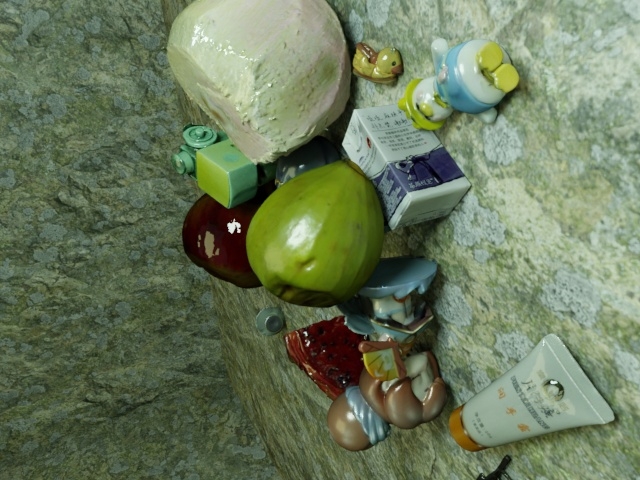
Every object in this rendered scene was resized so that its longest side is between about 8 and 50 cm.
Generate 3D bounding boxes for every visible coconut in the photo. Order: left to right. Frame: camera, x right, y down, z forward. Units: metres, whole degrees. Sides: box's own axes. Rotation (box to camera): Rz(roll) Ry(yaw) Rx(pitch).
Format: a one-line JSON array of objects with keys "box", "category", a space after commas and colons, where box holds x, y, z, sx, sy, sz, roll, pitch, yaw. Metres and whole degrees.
[{"box": [-0.110, -0.404, 1.084, 0.404, 0.405, 0.404, 44, 142, 50], "category": "coconut"}]

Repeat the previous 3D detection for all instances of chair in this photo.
[{"box": [0.339, 0.526, 0.944, 0.101, 0.084, 0.212, 50, 147, 38], "category": "chair"}]

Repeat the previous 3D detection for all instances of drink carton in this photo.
[{"box": [0.151, -0.146, 0.894, 0.222, 0.134, 0.102, 64, 156, 24], "category": "drink carton"}]

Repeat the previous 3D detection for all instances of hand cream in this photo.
[{"box": [0.338, 0.282, 0.812, 0.139, 0.089, 0.314, 60, 145, 26], "category": "hand cream"}]

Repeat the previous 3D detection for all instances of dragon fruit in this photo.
[{"box": [0.008, 0.386, 1.414, 0.329, 0.228, 0.286, -38, 71, 63], "category": "dragon fruit"}]

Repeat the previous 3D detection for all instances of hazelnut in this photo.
[{"box": [-0.245, -0.022, 1.591, 0.429, 0.402, 0.402, 148, 105, -68], "category": "hazelnut"}]

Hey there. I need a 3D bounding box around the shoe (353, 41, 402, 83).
[{"box": [0.106, -0.349, 0.948, 0.109, 0.072, 0.069, 45, 147, 49], "category": "shoe"}]

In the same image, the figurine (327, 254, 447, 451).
[{"box": [0.141, 0.243, 1.029, 0.248, 0.277, 0.387, 2, 110, 41], "category": "figurine"}]

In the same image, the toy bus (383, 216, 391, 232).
[{"box": [0.087, -0.053, 1.042, 0.103, 0.182, 0.091, -162, 60, -72], "category": "toy bus"}]

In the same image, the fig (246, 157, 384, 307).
[{"box": [-0.002, -0.019, 0.861, 0.239, 0.240, 0.271, 43, 117, 50], "category": "fig"}]

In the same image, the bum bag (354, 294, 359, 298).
[{"box": [0.058, 0.118, 1.345, 0.232, 0.060, 0.106, 54, 143, 39], "category": "bum bag"}]

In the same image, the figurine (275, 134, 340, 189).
[{"box": [-0.023, -0.138, 1.260, 0.175, 0.197, 0.264, 0, 104, 28], "category": "figurine"}]

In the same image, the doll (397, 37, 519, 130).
[{"box": [0.209, -0.238, 0.762, 0.241, 0.135, 0.098, -14, 62, 65], "category": "doll"}]

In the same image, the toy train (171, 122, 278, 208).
[{"box": [-0.206, -0.245, 1.363, 0.253, 0.397, 0.160, 35, 137, 27], "category": "toy train"}]

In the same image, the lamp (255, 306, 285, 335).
[{"box": [-0.204, 0.333, 1.971, 0.215, 0.121, 0.121, 154, 101, -80], "category": "lamp"}]
